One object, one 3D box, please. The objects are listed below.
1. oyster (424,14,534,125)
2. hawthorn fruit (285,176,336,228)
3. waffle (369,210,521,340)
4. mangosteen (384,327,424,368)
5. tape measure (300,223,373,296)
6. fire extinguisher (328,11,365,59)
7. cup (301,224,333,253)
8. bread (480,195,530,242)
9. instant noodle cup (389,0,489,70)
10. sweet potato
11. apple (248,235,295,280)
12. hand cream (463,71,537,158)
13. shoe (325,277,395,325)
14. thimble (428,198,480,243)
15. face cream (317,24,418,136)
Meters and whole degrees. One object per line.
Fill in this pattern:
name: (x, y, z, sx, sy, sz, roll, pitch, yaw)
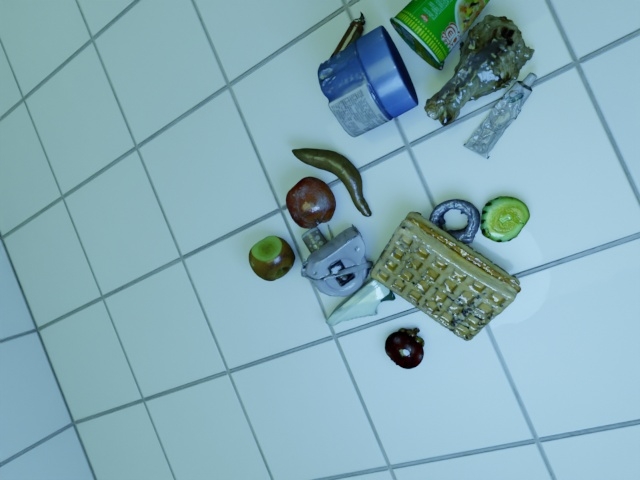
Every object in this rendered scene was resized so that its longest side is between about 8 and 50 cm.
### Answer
oyster: (0.428, -0.479, 1.185, 0.337, 0.133, 0.197, -44, 72, 16)
hawthorn fruit: (-0.033, -0.129, 1.392, 0.173, 0.173, 0.172, 3, 97, 21)
waffle: (0.358, 0.107, 1.238, 0.376, 0.114, 0.260, 34, 135, 12)
mangosteen: (0.279, 0.341, 1.354, 0.140, 0.140, 0.139, 3, 97, 21)
tape measure: (0.063, 0.089, 1.379, 0.236, 0.120, 0.197, -34, 116, 2)
fire extinguisher: (0.092, -0.646, 1.342, 0.177, 0.050, 0.062, -55, 38, 17)
cup: (-0.004, 0.001, 1.441, 0.102, 0.074, 0.099, -35, 83, 21)
bread: (0.534, -0.061, 1.221, 0.130, 0.071, 0.139, 15, 91, 11)
instant noodle cup: (0.348, -0.635, 1.161, 0.232, 0.207, 0.207, -45, 80, 17)
sweet potato: (0.063, -0.224, 1.391, 0.346, 0.079, 0.108, 42, 116, 4)
apple: (-0.177, 0.060, 1.470, 0.147, 0.163, 0.147, -30, 69, -20)
hand cream: (0.525, -0.362, 1.205, 0.084, 0.050, 0.256, 38, 114, 15)
shoe: (0.135, 0.228, 1.407, 0.110, 0.095, 0.265, 45, 113, 1)
thimble: (0.404, -0.053, 1.262, 0.150, 0.098, 0.149, 2, 97, 22)
face cream: (0.138, -0.459, 1.237, 0.225, 0.249, 0.248, -23, 88, 23)
